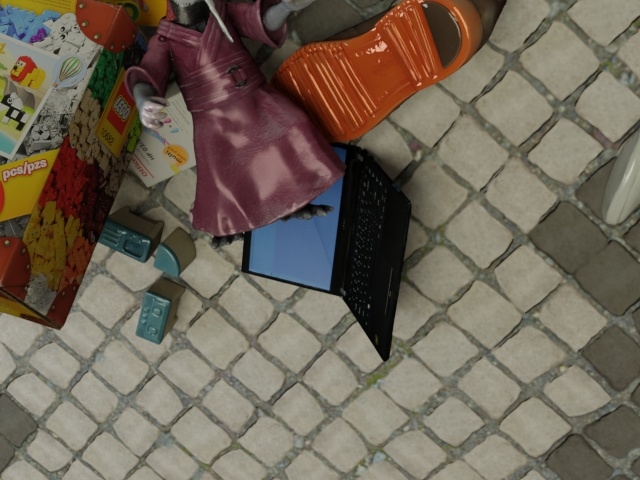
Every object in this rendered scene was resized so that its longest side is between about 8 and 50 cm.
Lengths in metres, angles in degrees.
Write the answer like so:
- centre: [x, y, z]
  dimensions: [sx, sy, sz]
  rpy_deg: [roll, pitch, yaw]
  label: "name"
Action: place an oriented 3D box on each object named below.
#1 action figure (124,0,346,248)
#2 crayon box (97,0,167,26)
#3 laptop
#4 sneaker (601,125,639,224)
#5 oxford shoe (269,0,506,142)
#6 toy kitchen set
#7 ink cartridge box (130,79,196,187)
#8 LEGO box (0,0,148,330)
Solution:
- centre: [-0.107, -0.192, 1.441]
  dimensions: [0.248, 0.276, 0.370]
  rpy_deg: [-23, 99, -6]
  label: "action figure"
- centre: [-0.282, -0.371, 1.509]
  dimensions: [0.279, 0.081, 0.165]
  rpy_deg: [6, 117, 17]
  label: "crayon box"
- centre: [0.000, 0.000, 1.550]
  dimensions: [0.137, 0.264, 0.234]
  rpy_deg: [-4, 119, -18]
  label: "laptop"
- centre: [0.414, -0.100, 1.394]
  dimensions: [0.094, 0.080, 0.212]
  rpy_deg: [21, 119, -4]
  label: "sneaker"
- centre: [0.079, -0.218, 1.434]
  dimensions: [0.364, 0.133, 0.130]
  rpy_deg: [-16, 105, 46]
  label: "oxford shoe"
- centre: [-0.307, 0.046, 1.693]
  dimensions: [0.207, 0.122, 0.166]
  rpy_deg: [23, 120, 9]
  label: "toy kitchen set"
- centre: [-0.219, -0.144, 1.594]
  dimensions: [0.181, 0.061, 0.104]
  rpy_deg: [-22, 119, 28]
  label: "ink cartridge box"
- centre: [-0.503, -0.144, 1.477]
  dimensions: [0.500, 0.193, 0.372]
  rpy_deg: [15, 75, 16]
  label: "LEGO box"
